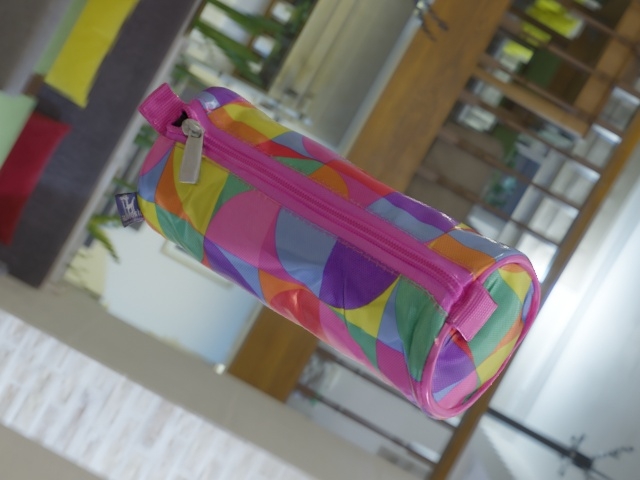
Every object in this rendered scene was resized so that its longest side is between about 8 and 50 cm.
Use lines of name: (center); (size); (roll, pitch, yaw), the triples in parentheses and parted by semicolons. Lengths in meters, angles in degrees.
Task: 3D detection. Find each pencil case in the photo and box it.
pencil case: (0.000, 0.000, 0.659); (0.104, 0.236, 0.104); (-37, 144, -34)
